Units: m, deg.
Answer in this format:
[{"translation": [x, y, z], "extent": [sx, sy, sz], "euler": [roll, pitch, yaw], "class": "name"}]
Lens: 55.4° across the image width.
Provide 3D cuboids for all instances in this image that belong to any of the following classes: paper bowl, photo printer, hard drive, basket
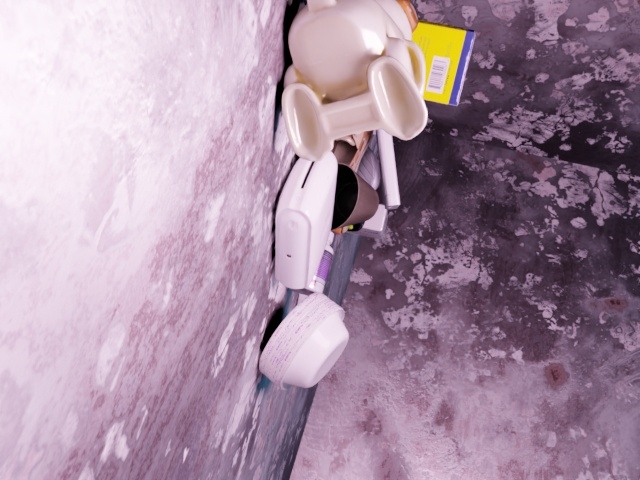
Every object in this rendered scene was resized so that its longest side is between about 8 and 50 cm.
[{"translation": [-0.031, 0.299, 1.718], "extent": [0.284, 0.148, 0.284], "euler": [-47, 162, -20], "class": "paper bowl"}, {"translation": [-0.035, -0.065, 1.533], "extent": [0.307, 0.107, 0.256], "euler": [95, 12, -47], "class": "photo printer"}, {"translation": [0.215, -0.283, 2.001], "extent": [0.233, 0.047, 0.352], "euler": [2, 82, -85], "class": "hard drive"}, {"translation": [0.082, -0.124, 1.849], "extent": [0.227, 0.154, 0.204], "euler": [-1, 114, -65], "class": "basket"}]

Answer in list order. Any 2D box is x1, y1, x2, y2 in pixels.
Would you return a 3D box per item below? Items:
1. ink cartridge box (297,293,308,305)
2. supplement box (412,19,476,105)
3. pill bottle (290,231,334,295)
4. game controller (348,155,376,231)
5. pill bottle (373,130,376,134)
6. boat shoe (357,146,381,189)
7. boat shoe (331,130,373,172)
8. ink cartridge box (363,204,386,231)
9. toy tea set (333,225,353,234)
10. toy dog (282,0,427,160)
[{"translation": [-0.054, 0.304, 2.167], "extent": [0.165, 0.065, 0.332], "euler": [-54, 155, -70], "class": "ink cartridge box"}, {"translation": [0.228, -0.512, 1.681], "extent": [0.194, 0.357, 0.195], "euler": [-59, 161, -66], "class": "supplement box"}, {"translation": [-0.023, 0.062, 1.815], "extent": [0.108, 0.108, 0.193], "euler": [78, 27, -72], "class": "pill bottle"}, {"translation": [0.141, -0.192, 2.422], "extent": [0.067, 0.167, 0.318], "euler": [15, 87, -42], "class": "game controller"}, {"translation": [0.244, -0.552, 2.556], "extent": [0.121, 0.121, 0.216], "euler": [95, 12, -48], "class": "pill bottle"}, {"translation": [0.155, -0.265, 2.061], "extent": [0.109, 0.094, 0.302], "euler": [-45, -141, 27], "class": "boat shoe"}, {"translation": [0.095, -0.322, 1.954], "extent": [0.116, 0.123, 0.324], "euler": [52, 51, -77], "class": "boat shoe"}, {"translation": [0.181, -0.092, 2.619], "extent": [0.273, 0.199, 0.114], "euler": [49, 54, -80], "class": "ink cartridge box"}, {"translation": [0.110, -0.168, 2.268], "extent": [0.335, 0.125, 0.199], "euler": [94, 12, -48], "class": "toy tea set"}, {"translation": [0.069, -0.402, 1.306], "extent": [0.395, 0.285, 0.408], "euler": [60, 29, -19], "class": "toy dog"}]
